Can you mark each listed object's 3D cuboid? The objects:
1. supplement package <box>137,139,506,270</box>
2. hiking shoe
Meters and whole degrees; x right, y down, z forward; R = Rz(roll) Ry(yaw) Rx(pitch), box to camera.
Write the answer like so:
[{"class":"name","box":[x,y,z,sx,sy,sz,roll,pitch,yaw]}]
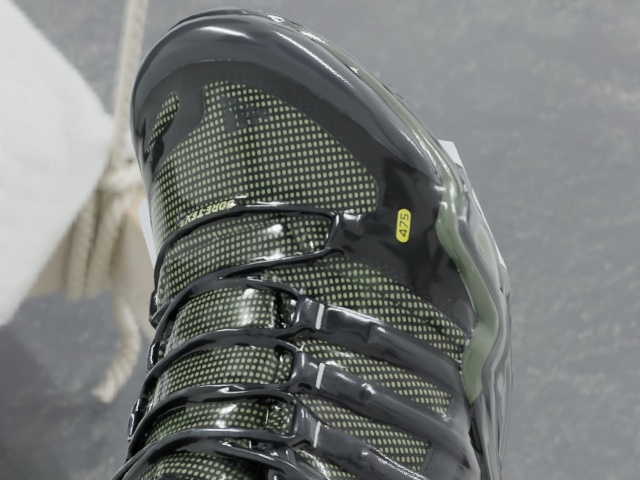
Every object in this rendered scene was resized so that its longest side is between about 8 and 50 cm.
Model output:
[{"class":"supplement package","box":[0.000,0.000,0.956,0.179,0.105,0.105,7,50,-35]},{"class":"hiking shoe","box":[-0.005,0.044,0.368,0.114,0.086,0.227,4,64,-60]}]
